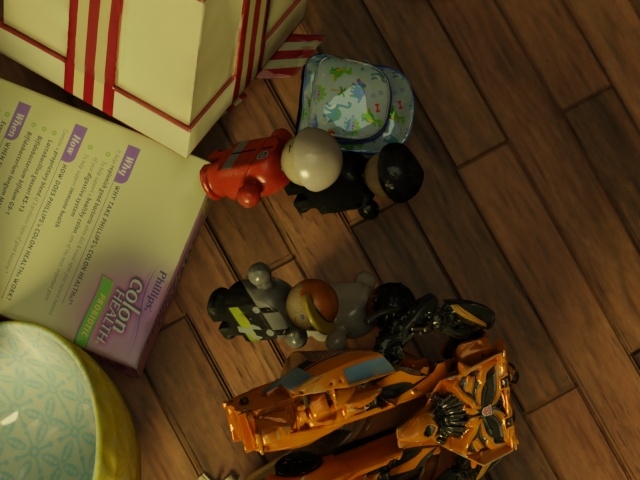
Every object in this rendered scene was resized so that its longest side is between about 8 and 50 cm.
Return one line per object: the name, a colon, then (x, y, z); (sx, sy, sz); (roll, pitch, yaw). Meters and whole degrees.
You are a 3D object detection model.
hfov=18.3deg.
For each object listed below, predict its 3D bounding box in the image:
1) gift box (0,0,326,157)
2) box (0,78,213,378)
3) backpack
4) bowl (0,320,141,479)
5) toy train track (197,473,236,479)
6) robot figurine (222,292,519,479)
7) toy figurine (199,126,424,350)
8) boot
gift box: (-0.135, -0.262, 1.897); (0.255, 0.258, 0.276); (34, 56, 14)
box: (-0.248, -0.011, 1.935); (0.243, 0.117, 0.213); (21, 80, 1)
backpack: (0.036, -0.131, 1.987); (0.114, 0.084, 0.105); (8, 83, -5)
bowl: (-0.262, 0.233, 1.859); (0.289, 0.156, 0.289); (-16, 63, 33)
toy train track: (-0.115, 0.262, 1.952); (0.083, 0.014, 0.048); (-43, 86, -8)
robot figurine: (0.062, 0.171, 1.808); (0.291, 0.085, 0.211); (-19, 114, -21)
toy figurine: (0.000, 0.000, 1.890); (0.148, 0.213, 0.209); (-8, 80, 34)
boot: (0.041, 0.236, 1.930); (0.220, 0.109, 0.283); (8, 103, -30)
